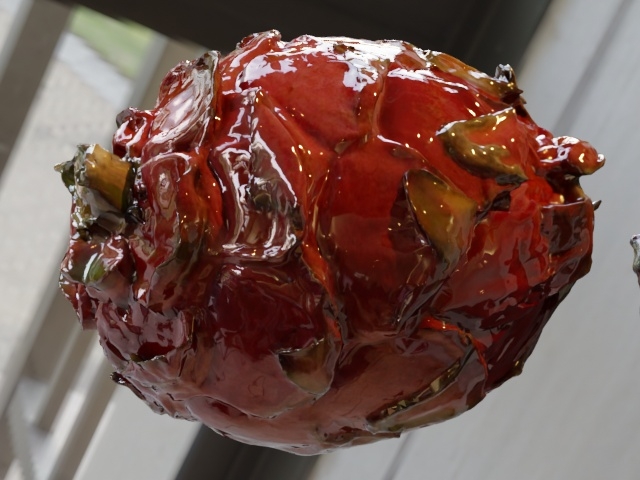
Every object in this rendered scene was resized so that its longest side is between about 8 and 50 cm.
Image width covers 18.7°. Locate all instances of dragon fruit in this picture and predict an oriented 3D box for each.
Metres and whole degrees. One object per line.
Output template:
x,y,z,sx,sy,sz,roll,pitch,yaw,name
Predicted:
0.000,0.000,1.232,0.342,0.277,0.277,9,26,-15,dragon fruit

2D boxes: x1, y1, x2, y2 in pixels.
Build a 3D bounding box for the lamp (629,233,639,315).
0.328,0.030,1.338,0.215,0.223,0.151,45,-13,4,lamp
